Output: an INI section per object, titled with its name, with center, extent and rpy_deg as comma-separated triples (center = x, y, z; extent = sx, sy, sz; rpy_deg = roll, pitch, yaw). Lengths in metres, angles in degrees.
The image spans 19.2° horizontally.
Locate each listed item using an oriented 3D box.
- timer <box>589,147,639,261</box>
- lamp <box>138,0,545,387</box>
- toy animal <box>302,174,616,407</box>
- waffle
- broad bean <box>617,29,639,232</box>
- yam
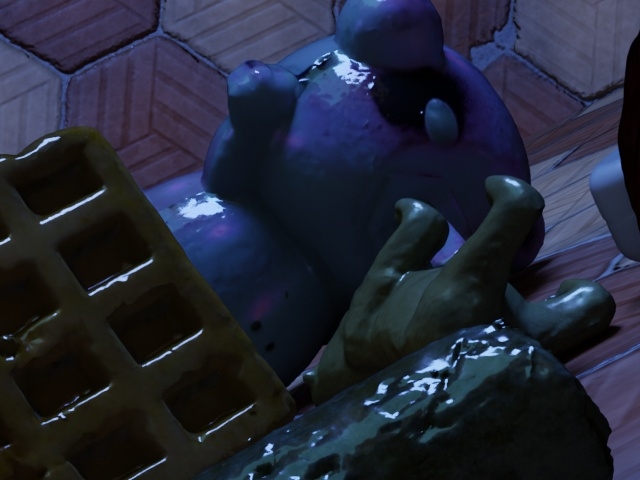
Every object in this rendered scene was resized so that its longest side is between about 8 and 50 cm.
[timer]
center = 0.266, -0.066, 1.003
extent = 0.178, 0.078, 0.253
rpy_deg = -21, 8, 38
[lamp]
center = 0.000, 0.000, 1.206
extent = 0.301, 0.247, 0.247
rpy_deg = -34, 34, -4
[toy animal]
center = 0.057, 0.044, 0.962
extent = 0.101, 0.103, 0.218
rpy_deg = -53, 16, -18
[waffle]
center = -0.198, 0.094, 0.953
extent = 0.327, 0.224, 0.098
rpy_deg = -29, -13, -32
[broad bean]
center = 0.186, -0.044, 0.783
extent = 0.122, 0.156, 0.228
rpy_deg = 6, 13, 7
[yam]
center = 0.005, 0.091, 0.606
extent = 0.179, 0.078, 0.078
rpy_deg = -28, 3, -6
